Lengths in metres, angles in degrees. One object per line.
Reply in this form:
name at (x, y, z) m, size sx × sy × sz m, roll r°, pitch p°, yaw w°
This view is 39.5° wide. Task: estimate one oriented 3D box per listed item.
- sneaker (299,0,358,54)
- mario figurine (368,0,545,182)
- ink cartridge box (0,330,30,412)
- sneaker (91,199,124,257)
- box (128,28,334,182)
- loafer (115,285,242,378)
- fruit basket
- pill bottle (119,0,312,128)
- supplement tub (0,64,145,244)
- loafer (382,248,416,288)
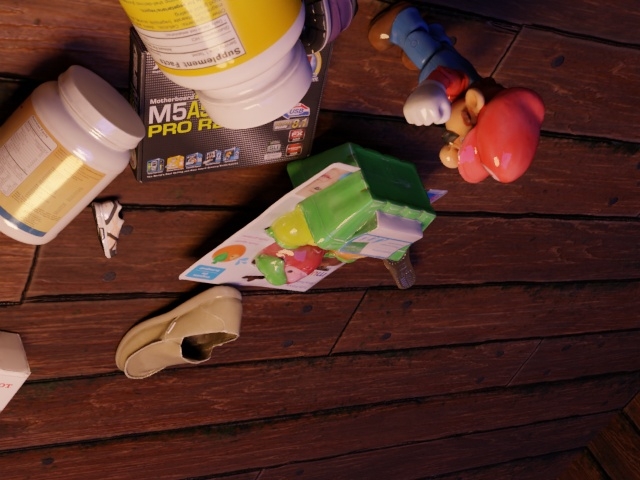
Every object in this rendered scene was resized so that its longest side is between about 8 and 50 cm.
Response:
sneaker at (-0.002, -0.384, 1.099) m, size 0.124 × 0.107 × 0.283 m, roll -42°, pitch 145°, yaw -42°
mario figurine at (0.169, -0.185, 1.229) m, size 0.198 × 0.320 × 0.170 m, roll -13°, pitch 139°, yaw -21°
ink cartridge box at (-0.578, 0.233, 1.379) m, size 0.159 × 0.092 × 0.218 m, roll 18°, pitch 123°, yaw -45°
sneaker at (-0.310, -0.016, 1.323) m, size 0.044 × 0.040 × 0.109 m, roll -18°, pitch 141°, yaw -20°
box at (-0.128, -0.196, 1.229) m, size 0.270 × 0.060 × 0.216 m, roll -11°, pitch 139°, yaw -25°
loafer at (-0.242, 0.173, 1.519) m, size 0.269 × 0.092 × 0.102 m, roll -34°, pitch 144°, yaw 22°
fruit basket at (0.000, 0.000, 1.450) m, size 0.353 × 0.165 × 0.327 m, roll -40°, pitch 151°, yaw 27°
pill bottle at (-0.129, -0.291, 0.981) m, size 0.188 × 0.188 × 0.334 m, roll -30°, pitch 134°, yaw -2°
supplement tub at (-0.333, -0.107, 1.119) m, size 0.200 × 0.144 × 0.144 m, roll -42°, pitch 142°, yaw 13°
loafer at (0.139, 0.028, 1.675) m, size 0.056 × 0.050 × 0.148 m, roll -26°, pitch 127°, yaw -12°
